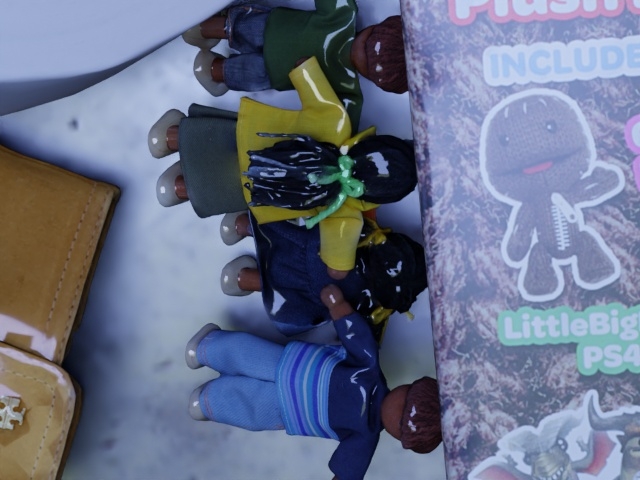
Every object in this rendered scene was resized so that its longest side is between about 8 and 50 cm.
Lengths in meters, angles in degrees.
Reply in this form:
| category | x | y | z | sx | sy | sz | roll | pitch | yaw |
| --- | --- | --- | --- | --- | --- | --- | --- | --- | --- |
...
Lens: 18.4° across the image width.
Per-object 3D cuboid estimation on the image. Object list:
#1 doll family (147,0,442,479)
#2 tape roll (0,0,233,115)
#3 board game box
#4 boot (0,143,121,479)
| category | x | y | z | sx | sy | sz | roll | pitch | yaw |
| --- | --- | --- | --- | --- | --- | --- | --- | --- | --- |
| doll family | 0.000 | 0.000 | 0.711 | 0.111 | 0.076 | 0.193 | 6 | 118 | 32 |
| tape roll | -0.125 | -0.184 | 0.641 | 0.286 | 0.100 | 0.286 | 2 | 85 | -20 |
| board game box | 0.104 | -0.049 | 0.633 | 0.141 | 0.232 | 0.291 | -5 | 99 | 7 |
| boot | -0.206 | 0.084 | 0.738 | 0.211 | 0.104 | 0.295 | 21 | 86 | -1 |
